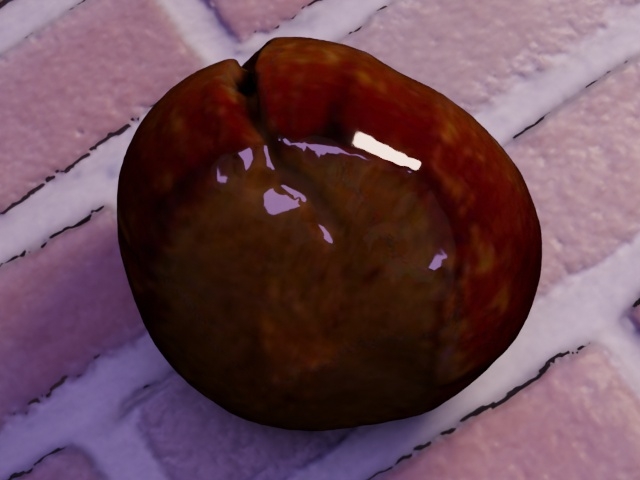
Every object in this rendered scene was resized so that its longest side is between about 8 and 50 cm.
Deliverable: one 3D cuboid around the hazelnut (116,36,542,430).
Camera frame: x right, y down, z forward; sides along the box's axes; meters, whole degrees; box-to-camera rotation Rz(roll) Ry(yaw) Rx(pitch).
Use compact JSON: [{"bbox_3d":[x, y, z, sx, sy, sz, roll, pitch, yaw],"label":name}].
[{"bbox_3d":[0.000,0.000,1.079,0.234,0.218,0.218,28,74,-4],"label":"hazelnut"}]
